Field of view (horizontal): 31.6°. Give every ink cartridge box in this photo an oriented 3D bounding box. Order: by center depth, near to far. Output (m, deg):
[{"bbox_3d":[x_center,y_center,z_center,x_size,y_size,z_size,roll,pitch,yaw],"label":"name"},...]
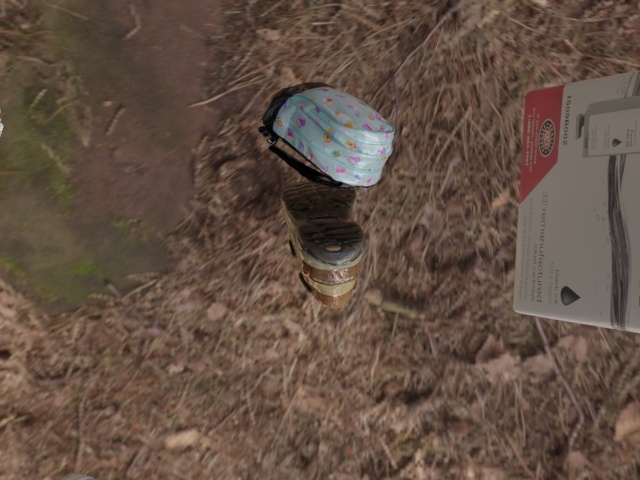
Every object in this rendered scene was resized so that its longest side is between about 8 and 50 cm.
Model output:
[{"bbox_3d":[0.276,-0.029,0.895,0.117,0.283,0.207,4,90,-20],"label":"ink cartridge box"}]

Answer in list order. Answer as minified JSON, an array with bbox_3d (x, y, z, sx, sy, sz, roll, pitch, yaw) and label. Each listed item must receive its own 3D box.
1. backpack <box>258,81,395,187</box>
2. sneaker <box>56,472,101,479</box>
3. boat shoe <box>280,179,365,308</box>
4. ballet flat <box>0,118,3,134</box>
[{"bbox_3d":[0.020,-0.154,1.645,0.182,0.152,0.115,43,131,32],"label":"backpack"},{"bbox_3d":[-0.415,0.478,1.873,0.150,0.366,0.135,8,102,14],"label":"sneaker"},{"bbox_3d":[0.000,0.000,1.742,0.122,0.324,0.120,-1,114,-2],"label":"boat shoe"},{"bbox_3d":[-0.502,0.007,1.301,0.147,0.147,0.409,44,74,-4],"label":"ballet flat"}]
